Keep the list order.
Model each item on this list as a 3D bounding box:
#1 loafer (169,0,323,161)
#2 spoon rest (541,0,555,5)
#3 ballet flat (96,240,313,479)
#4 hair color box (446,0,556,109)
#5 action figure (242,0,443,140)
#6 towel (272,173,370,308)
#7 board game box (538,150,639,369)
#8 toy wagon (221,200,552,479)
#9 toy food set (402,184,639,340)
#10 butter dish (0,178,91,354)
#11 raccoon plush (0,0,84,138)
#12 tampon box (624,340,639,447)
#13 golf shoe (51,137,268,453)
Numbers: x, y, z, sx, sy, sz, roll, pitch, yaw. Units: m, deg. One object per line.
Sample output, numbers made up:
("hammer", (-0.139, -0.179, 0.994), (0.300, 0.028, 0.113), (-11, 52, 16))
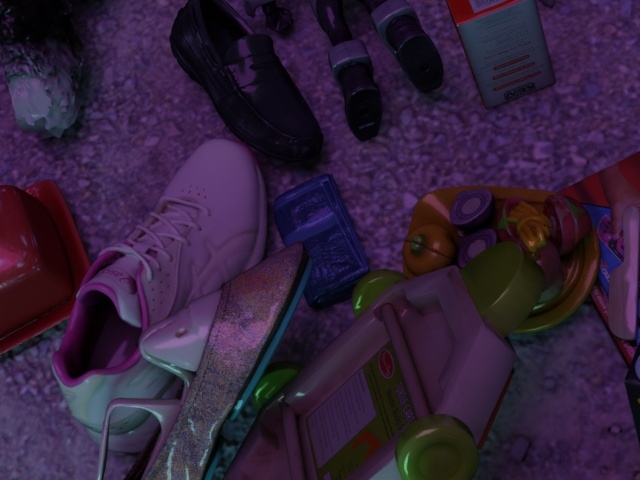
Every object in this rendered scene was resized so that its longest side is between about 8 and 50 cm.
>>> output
("loafer", (-0.070, -0.159, 1.269), (0.076, 0.078, 0.223), (-14, 49, -37))
("spoon rest", (0.297, -0.337, 1.246), (0.276, 0.084, 0.137), (-40, 60, -3))
("ballet flat", (-0.112, 0.130, 1.082), (0.106, 0.107, 0.316), (24, 91, -7))
("hair color box", (0.160, -0.178, 1.177), (0.072, 0.141, 0.043), (-20, 60, 7))
("action figure", (0.018, -0.242, 1.283), (0.185, 0.099, 0.285), (-27, 58, 9))
("towel", (0.000, 0.000, 1.206), (0.067, 0.029, 0.119), (-25, 60, 6))
("board game box", (0.303, 0.050, 1.086), (0.145, 0.027, 0.281), (-26, 60, 3))
("toy wagon", (0.056, 0.114, 1.007), (0.344, 0.068, 0.267), (-43, 20, 12))
("toy food set", (0.156, 0.007, 1.108), (0.218, 0.071, 0.128), (5, 74, 30))
("butter dish", (-0.313, 0.014, 1.249), (0.160, 0.118, 0.160), (-29, 60, 3))
("raccoon plush", (-0.201, -0.343, 1.399), (0.299, 0.216, 0.446), (-12, 91, -3))
("tampon box", (0.308, 0.076, 0.974), (0.120, 0.101, 0.161), (12, 58, 28))
("golf shoe", (-0.136, 0.030, 1.172), (0.115, 0.140, 0.306), (10, 67, 25))
